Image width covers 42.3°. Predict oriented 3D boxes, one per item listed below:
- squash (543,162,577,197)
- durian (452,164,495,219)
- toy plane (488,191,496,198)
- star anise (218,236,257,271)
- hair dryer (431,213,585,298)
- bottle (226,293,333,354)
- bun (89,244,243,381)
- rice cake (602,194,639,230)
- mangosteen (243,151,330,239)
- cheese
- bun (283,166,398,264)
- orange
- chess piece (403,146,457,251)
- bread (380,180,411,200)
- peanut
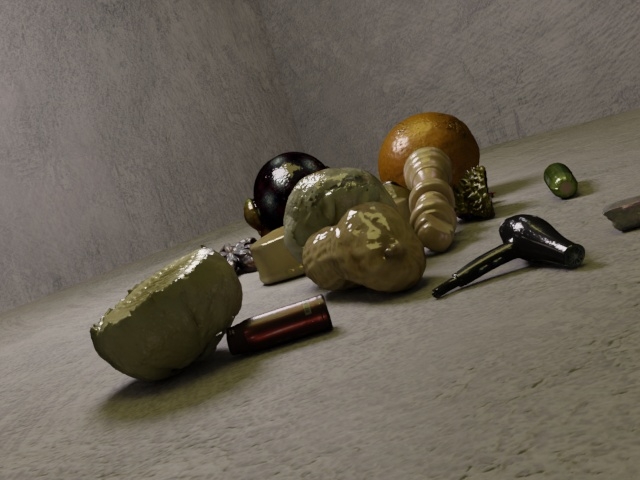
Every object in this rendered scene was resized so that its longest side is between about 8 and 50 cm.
[{"bbox_3d":[0.539,-0.137,1.863,0.066,0.066,0.229,-16,9,13],"label":"squash"},{"bbox_3d":[0.334,-0.106,1.894,0.108,0.119,0.187,-12,9,12],"label":"durian"},{"bbox_3d":[0.368,-0.112,2.072,0.130,0.061,0.189,-4,-3,2],"label":"toy plane"},{"bbox_3d":[-0.246,0.054,2.229,0.262,0.081,0.230,-7,23,44],"label":"star anise"},{"bbox_3d":[0.270,0.038,1.256,0.219,0.075,0.195,-29,18,-6],"label":"hair dryer"},{"bbox_3d":[-0.066,0.134,1.276,0.164,0.060,0.060,-18,7,1],"label":"bottle"},{"bbox_3d":[-0.236,0.129,1.318,0.259,0.152,0.259,-34,13,9],"label":"bun"},{"bbox_3d":[0.580,-0.070,1.298,0.269,0.049,0.055,-17,-7,14],"label":"rice cake"},{"bbox_3d":[-0.077,-0.106,2.320,0.287,0.288,0.288,-17,7,2],"label":"mangosteen"},{"bbox_3d":[-0.001,0.000,1.945,0.383,0.104,0.384,-17,7,2],"label":"cheese"},{"bbox_3d":[0.043,-0.033,1.652,0.239,0.239,0.141,-17,29,3],"label":"bun"},{"bbox_3d":[0.291,-0.213,2.226,0.274,0.274,0.274,-17,7,2],"label":"orange"},{"bbox_3d":[0.235,-0.079,1.766,0.117,0.117,0.397,-16,24,13],"label":"chess piece"},{"bbox_3d":[0.195,-0.101,2.118,0.178,0.136,0.240,-22,6,-30],"label":"bread"},{"bbox_3d":[0.075,0.014,1.464,0.143,0.159,0.291,21,-12,-27],"label":"peanut"}]
